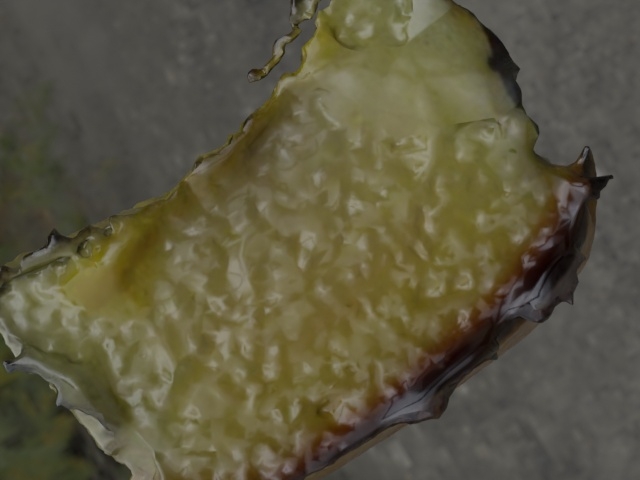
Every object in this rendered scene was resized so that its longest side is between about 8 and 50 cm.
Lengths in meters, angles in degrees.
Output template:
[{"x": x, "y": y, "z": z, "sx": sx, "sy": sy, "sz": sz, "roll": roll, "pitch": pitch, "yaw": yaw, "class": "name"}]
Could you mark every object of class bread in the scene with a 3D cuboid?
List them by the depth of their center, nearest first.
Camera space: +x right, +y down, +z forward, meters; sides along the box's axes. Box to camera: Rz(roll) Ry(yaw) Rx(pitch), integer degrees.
[{"x": 0.000, "y": 0.000, "z": 0.655, "sx": 0.140, "sy": 0.160, "sz": 0.169, "roll": 49, "pitch": -154, "yaw": 5, "class": "bread"}]
